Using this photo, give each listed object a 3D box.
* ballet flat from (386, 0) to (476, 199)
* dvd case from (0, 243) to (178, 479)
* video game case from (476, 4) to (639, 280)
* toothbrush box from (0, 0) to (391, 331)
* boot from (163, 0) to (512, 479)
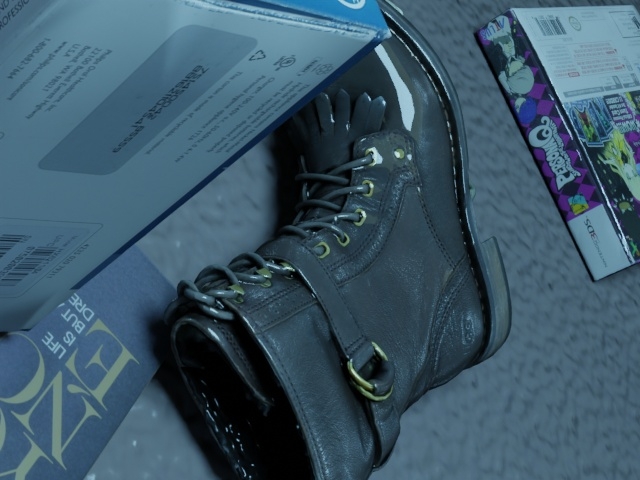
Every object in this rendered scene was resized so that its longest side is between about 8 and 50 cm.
[{"bbox_3d":[0.032,-0.106,0.798,0.072,0.068,0.213,-17,80,-54],"label":"ballet flat"},{"bbox_3d":[-0.149,0.036,0.524,0.164,0.018,0.221,49,38,-15],"label":"dvd case"},{"bbox_3d":[0.235,-0.088,1.052,0.232,0.042,0.210,-16,79,-53],"label":"video game case"},{"bbox_3d":[-0.135,-0.142,0.477,0.126,0.216,0.295,3,58,-48],"label":"toothbrush box"},{"bbox_3d":[0.000,0.000,0.661,0.229,0.091,0.263,-30,96,-54],"label":"boot"}]
